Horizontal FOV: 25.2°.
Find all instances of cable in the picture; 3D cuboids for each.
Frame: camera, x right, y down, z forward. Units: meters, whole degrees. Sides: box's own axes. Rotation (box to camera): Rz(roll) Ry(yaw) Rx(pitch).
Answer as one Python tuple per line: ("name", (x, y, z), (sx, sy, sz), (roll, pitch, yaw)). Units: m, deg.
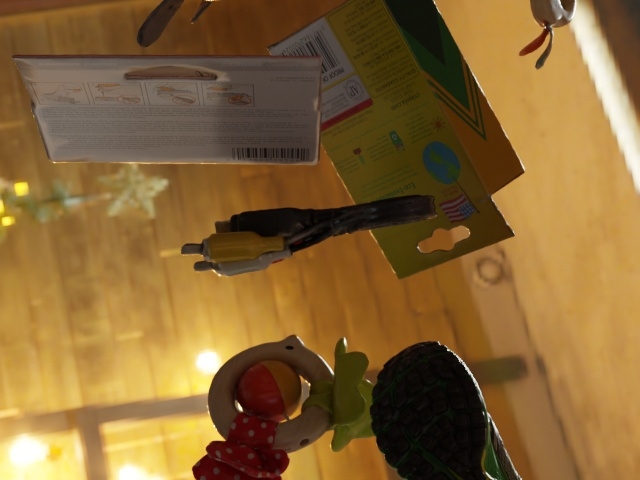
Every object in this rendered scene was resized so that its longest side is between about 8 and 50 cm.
("cable", (0.000, 0.000, 1.547), (0.139, 0.287, 0.072), (16, 72, -65))

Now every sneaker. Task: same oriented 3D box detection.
("sneaker", (0.164, 0.276, 1.657), (0.343, 0.134, 0.146), (68, 10, 24))

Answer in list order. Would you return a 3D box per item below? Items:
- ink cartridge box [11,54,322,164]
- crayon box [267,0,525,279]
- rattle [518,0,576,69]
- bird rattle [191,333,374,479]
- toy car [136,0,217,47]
("ink cartridge box", (-0.145, -0.154, 1.458), (0.261, 0.296, 0.066), (95, -5, -69))
("crayon box", (0.096, -0.129, 1.644), (0.202, 0.081, 0.318), (-22, -81, 48))
("rattle", (0.341, -0.324, 1.885), (0.130, 0.143, 0.199), (76, 22, -46))
("bird rattle", (-0.053, 0.217, 1.767), (0.207, 0.253, 0.143), (49, -15, 42))
("toy car", (-0.091, -0.240, 1.082), (0.155, 0.149, 0.188), (-39, 157, -55))
